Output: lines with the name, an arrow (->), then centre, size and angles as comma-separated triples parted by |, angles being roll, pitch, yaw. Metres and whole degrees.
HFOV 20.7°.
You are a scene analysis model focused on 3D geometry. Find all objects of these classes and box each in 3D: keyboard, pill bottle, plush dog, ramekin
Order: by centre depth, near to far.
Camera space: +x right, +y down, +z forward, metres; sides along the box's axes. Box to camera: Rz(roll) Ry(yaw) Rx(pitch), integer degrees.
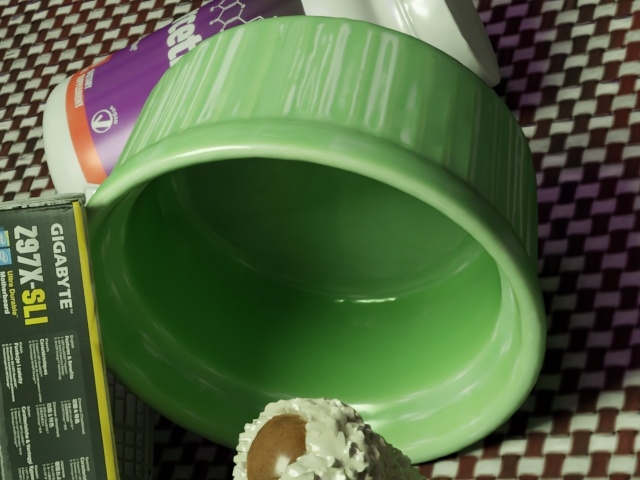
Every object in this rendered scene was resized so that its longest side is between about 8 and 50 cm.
plush dog -> 0.012, 0.239, 1.036 | 0.262, 0.210, 0.225 | -38, 49, 46
ramekin -> 0.000, 0.000, 1.133 | 0.303, 0.303, 0.148 | -14, 41, 27
keyboard -> -0.148, 0.089, 1.258 | 0.072, 0.014, 0.256 | 6, 96, 32
pill bottle -> -0.036, -0.104, 1.322 | 0.323, 0.181, 0.181 | -26, 44, 16

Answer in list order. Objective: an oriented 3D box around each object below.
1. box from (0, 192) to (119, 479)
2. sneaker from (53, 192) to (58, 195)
box -> -0.200, 0.144, 1.113 | 0.257, 0.079, 0.322 | -12, 85, 63
sneaker -> -0.205, 0.060, 1.362 | 0.107, 0.110, 0.275 | -18, 46, 24
